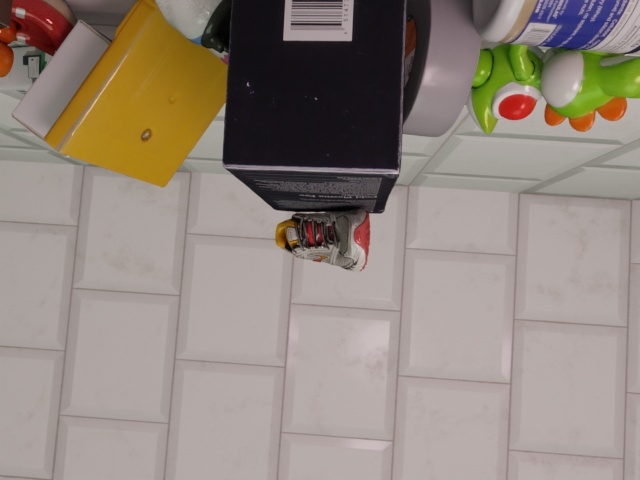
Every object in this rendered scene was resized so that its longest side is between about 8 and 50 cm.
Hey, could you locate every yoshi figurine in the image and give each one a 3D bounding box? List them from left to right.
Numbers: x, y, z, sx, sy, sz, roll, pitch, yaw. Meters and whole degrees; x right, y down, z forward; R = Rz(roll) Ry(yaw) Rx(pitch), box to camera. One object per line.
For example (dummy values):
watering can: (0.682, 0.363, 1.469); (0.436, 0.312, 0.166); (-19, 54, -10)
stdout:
yoshi figurine: (0.340, -0.301, 0.805); (0.362, 0.203, 0.203); (20, 148, 47)

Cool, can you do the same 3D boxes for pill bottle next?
pill bottle: (0.326, -0.297, 0.593); (0.265, 0.153, 0.153); (4, 176, -3)

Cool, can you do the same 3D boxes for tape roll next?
tape roll: (0.154, -0.265, 0.760); (0.073, 0.218, 0.219); (5, 176, -11)

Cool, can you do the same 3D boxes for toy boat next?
toy boat: (-0.521, -0.339, 0.841); (0.231, 0.150, 0.151); (6, 176, -28)

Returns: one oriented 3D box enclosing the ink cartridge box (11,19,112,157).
ink cartridge box: (-0.407, -0.263, 0.952); (0.114, 0.197, 0.273); (38, -176, -12)

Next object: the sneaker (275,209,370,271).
sneaker: (0.000, 0.000, 0.750); (0.093, 0.087, 0.225); (4, 175, -25)

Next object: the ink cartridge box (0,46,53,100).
ink cartridge box: (-0.569, -0.352, 1.132); (0.220, 0.092, 0.160); (2, 176, 18)

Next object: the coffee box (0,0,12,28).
coffee box: (-0.525, -0.345, 0.646); (0.298, 0.167, 0.119); (3, 176, 28)

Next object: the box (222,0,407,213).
box: (0.008, -0.220, 0.653); (0.179, 0.342, 0.312); (2, 175, 5)

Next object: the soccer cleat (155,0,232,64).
soccer cleat: (-0.152, -0.337, 0.743); (0.143, 0.116, 0.331); (38, -169, -8)

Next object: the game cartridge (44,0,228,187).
game cartridge: (-0.266, -0.254, 0.878); (0.053, 0.323, 0.285); (37, -175, 15)
